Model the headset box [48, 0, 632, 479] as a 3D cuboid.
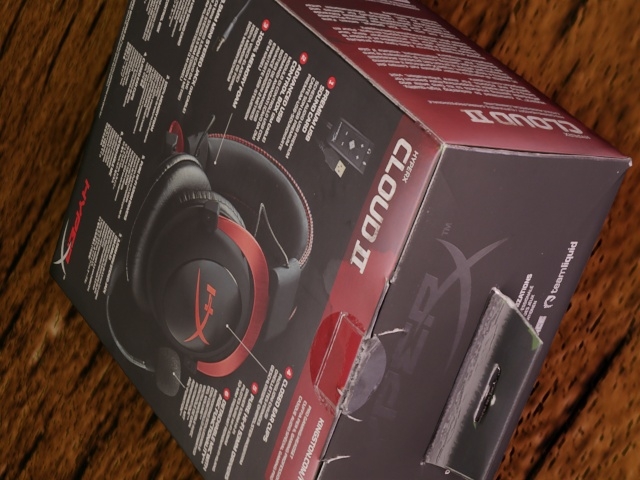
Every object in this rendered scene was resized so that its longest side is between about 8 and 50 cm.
[{"bbox_3d":[0.000,0.000,0.825,0.293,0.110,0.218,45,123,46],"label":"headset box"}]
